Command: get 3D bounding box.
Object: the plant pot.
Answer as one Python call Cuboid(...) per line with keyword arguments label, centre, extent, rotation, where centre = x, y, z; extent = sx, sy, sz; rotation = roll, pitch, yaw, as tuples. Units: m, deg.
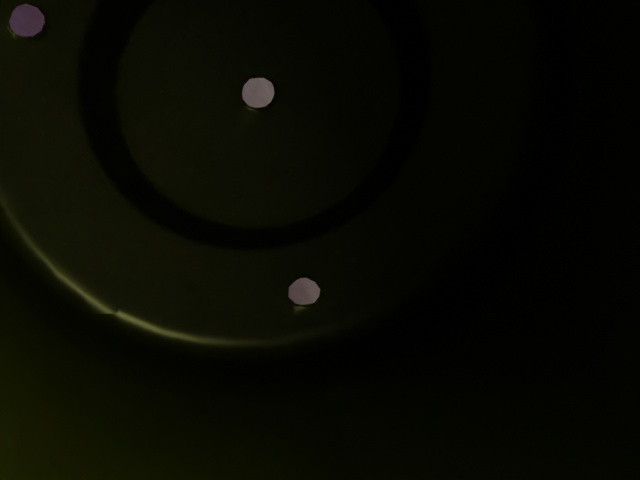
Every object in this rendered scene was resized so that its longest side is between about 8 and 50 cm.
Cuboid(label="plant pot", centre=(0.000, 0.000, 0.543), extent=(0.366, 0.366, 0.353), rotation=(37, 12, -18))
